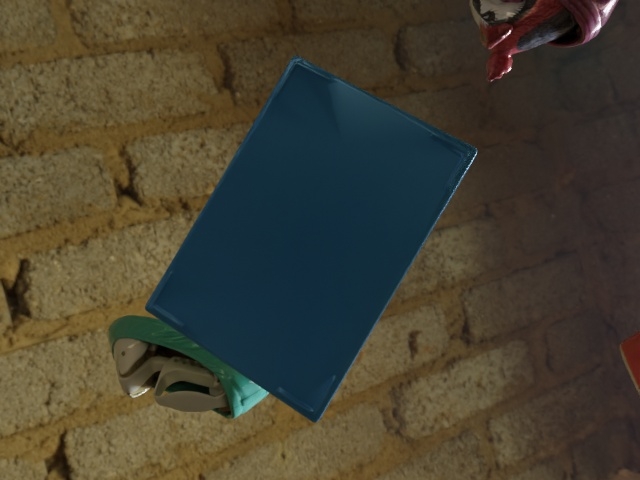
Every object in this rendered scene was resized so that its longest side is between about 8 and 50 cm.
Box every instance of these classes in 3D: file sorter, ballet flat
[{"bbox_3d":[0.000,0.000,0.373,0.118,0.170,0.104,31,-179,12],"label":"file sorter"},{"bbox_3d":[-0.170,0.139,0.651,0.247,0.083,0.087,6,-154,28],"label":"ballet flat"}]

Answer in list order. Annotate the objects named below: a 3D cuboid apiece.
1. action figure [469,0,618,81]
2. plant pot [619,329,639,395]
[{"bbox_3d":[0.286,-0.301,0.591,0.370,0.276,0.248,-56,-176,0],"label":"action figure"},{"bbox_3d":[0.461,0.146,0.578,0.243,0.274,0.275,-29,176,23],"label":"plant pot"}]
